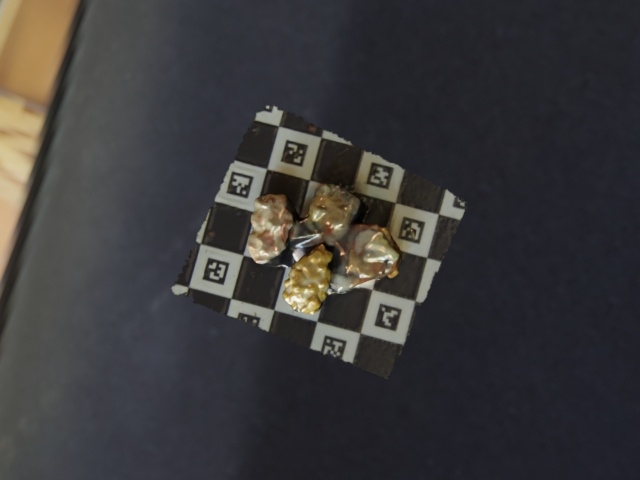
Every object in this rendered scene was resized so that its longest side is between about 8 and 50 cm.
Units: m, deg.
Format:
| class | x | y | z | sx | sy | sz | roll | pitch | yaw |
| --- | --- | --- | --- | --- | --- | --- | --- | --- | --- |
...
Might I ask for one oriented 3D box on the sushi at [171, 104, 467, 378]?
| class | x | y | z | sx | sy | sz | roll | pitch | yaw |
| --- | --- | --- | --- | --- | --- | --- | --- | --- | --- |
| sushi | 0.000 | 0.000 | 1.642 | 0.040 | 0.210 | 0.193 | 67 | -132 | -83 |
